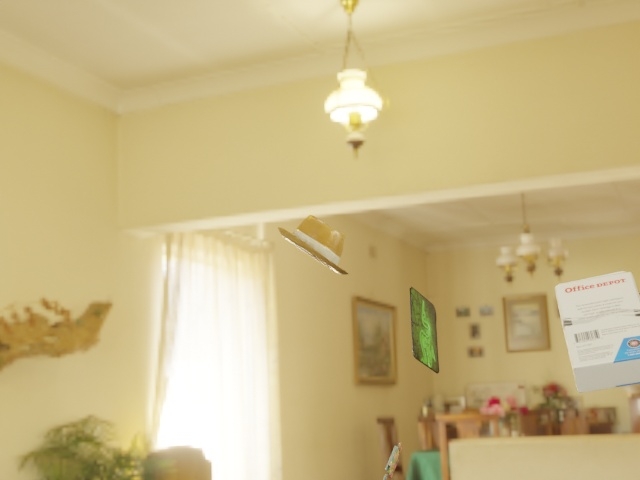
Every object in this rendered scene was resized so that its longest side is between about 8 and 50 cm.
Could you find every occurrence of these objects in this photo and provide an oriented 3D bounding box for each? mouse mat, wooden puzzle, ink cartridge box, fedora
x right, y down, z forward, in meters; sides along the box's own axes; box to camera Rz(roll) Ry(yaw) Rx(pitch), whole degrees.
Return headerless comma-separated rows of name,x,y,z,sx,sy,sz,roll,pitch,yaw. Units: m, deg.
mouse mat,0.259,0.223,2.328,0.007,0.189,0.152,-14,-30,27
wooden puzzle,0.138,0.419,1.775,0.006,0.083,0.049,16,-27,22
ink cartridge box,0.532,0.169,1.752,0.148,0.203,0.086,-12,-47,13
fedora,0.000,0.000,2.024,0.194,0.079,0.194,34,-2,1
